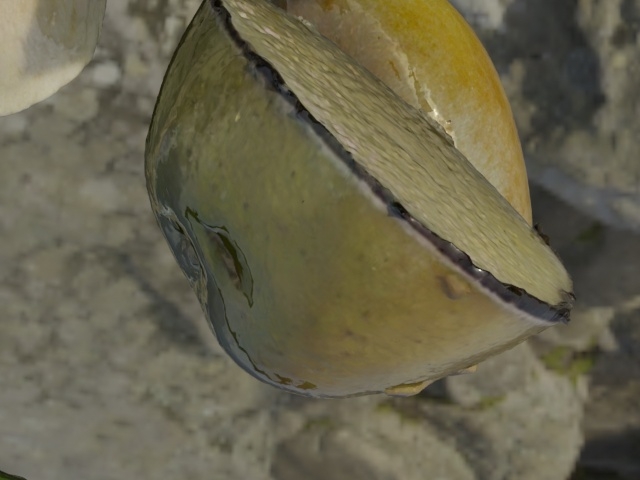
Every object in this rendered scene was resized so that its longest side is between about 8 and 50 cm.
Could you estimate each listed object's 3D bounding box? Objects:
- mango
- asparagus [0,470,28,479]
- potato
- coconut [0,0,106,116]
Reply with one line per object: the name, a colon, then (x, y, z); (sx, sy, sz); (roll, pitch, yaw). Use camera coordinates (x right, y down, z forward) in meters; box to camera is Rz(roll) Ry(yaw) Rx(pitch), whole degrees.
mango: (0.060, -0.086, 1.476); (0.221, 0.199, 0.384); (-20, 104, 16)
asparagus: (-0.133, 0.112, 0.742); (0.233, 0.022, 0.023); (20, -176, 7)
potato: (0.000, 0.000, 0.673); (0.117, 0.202, 0.182); (-47, 148, 12)
coconut: (-0.321, -0.262, 1.411); (0.329, 0.329, 0.329); (3, 148, 2)
